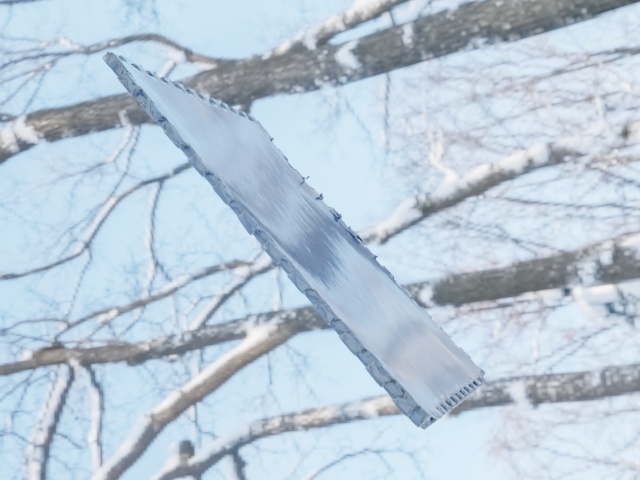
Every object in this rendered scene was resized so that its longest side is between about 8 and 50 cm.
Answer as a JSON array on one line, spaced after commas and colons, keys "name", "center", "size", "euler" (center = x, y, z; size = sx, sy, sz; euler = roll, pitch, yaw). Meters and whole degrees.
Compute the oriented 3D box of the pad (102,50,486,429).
[{"name": "pad", "center": [0.000, 0.000, 0.667], "size": [0.270, 0.012, 0.269], "euler": [49, -170, 13]}]
